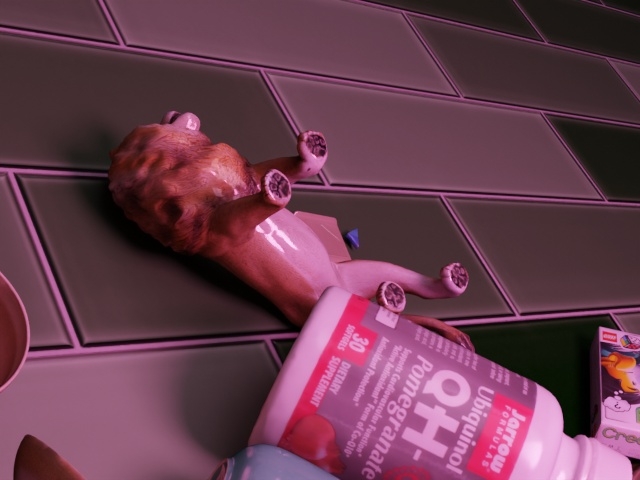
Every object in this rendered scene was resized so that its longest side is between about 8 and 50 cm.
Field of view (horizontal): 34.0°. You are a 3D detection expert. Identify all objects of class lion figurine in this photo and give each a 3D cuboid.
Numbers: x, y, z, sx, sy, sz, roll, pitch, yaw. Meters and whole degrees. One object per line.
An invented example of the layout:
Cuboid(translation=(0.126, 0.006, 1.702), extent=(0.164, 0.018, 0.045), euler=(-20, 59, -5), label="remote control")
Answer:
Cuboid(translation=(-0.037, 0.013, 1.090), extent=(0.392, 0.240, 0.142), euler=(47, 49, -18), label="lion figurine")

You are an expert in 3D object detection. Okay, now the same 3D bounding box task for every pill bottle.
Cuboid(translation=(0.110, 0.185, 0.958), extent=(0.318, 0.176, 0.176), euler=(26, 35, 4), label="pill bottle")

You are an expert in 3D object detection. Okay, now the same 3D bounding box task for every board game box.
Cuboid(translation=(0.504, 0.218, 1.345), extent=(0.305, 0.053, 0.193), euler=(11, 36, 6), label="board game box")

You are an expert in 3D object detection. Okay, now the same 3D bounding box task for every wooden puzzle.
Cuboid(translation=(0.000, 0.000, 1.263), extent=(0.116, 0.014, 0.079), euler=(15, 46, -31), label="wooden puzzle")

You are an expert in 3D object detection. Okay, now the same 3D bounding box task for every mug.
Cuboid(translation=(-0.056, 0.237, 0.861), extent=(0.097, 0.158, 0.129), euler=(30, 60, -10), label="mug")

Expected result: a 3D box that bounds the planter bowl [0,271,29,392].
Cuboid(translation=(-0.316, 0.087, 0.783), extent=(0.162, 0.109, 0.162), euler=(25, 36, -20), label="planter bowl")

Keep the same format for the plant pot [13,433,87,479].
Cuboid(translation=(-0.136, 0.232, 0.715), extent=(0.032, 0.236, 0.236), euler=(-40, 81, -24), label="plant pot")

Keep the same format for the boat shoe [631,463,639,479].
Cuboid(translation=(0.325, 0.294, 1.109), extent=(0.307, 0.104, 0.111), euler=(18, 63, -59), label="boat shoe")
